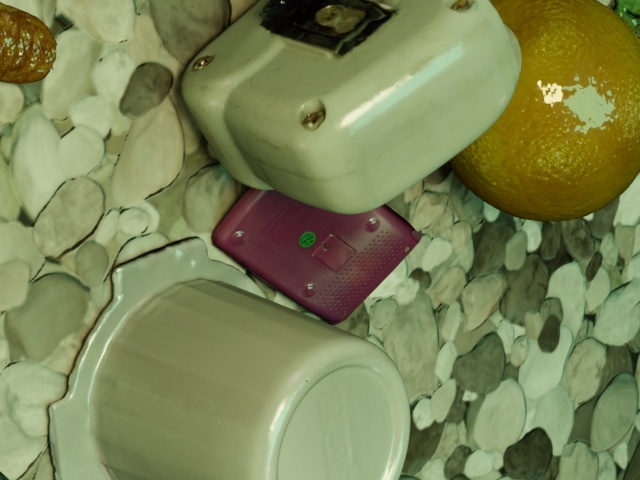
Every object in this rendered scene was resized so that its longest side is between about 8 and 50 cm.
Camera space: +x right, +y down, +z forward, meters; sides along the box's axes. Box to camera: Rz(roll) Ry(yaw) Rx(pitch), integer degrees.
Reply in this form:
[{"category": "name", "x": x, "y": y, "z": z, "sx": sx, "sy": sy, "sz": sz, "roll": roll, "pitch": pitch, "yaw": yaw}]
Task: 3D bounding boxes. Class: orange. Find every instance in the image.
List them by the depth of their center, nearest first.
[{"category": "orange", "x": 0.210, "y": -0.129, "z": 1.443, "sx": 0.236, "sy": 0.236, "sz": 0.236, "roll": -14, "pitch": 111, "yaw": -42}]

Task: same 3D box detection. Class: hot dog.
[{"category": "hot dog", "x": -0.235, "y": -0.146, "z": 1.120, "sx": 0.083, "sy": 0.035, "sz": 0.058, "roll": 12, "pitch": 92, "yaw": -46}]

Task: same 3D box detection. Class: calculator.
[{"category": "calculator", "x": 0.000, "y": 0.000, "z": 1.368, "sx": 0.126, "sy": 0.034, "sz": 0.190, "roll": -46, "pitch": 134, "yaw": 9}]

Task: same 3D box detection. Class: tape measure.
[{"category": "tape measure", "x": 0.031, "y": -0.152, "z": 1.245, "sx": 0.258, "sy": 0.265, "sz": 0.130, "roll": -42, "pitch": 126, "yaw": -20}]

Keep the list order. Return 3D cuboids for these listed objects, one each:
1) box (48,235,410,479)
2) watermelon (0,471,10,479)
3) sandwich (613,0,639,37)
[{"category": "box", "x": -0.068, "y": 0.165, "z": 1.251, "sx": 0.262, "sy": 0.206, "sz": 0.291, "roll": 46, "pitch": 66, "yaw": -42}, {"category": "watermelon", "x": -0.259, "y": 0.281, "z": 1.118, "sx": 0.176, "sy": 0.260, "sz": 0.256, "roll": -28, "pitch": 104, "yaw": -21}, {"category": "sandwich", "x": 0.448, "y": -0.343, "z": 1.699, "sx": 0.292, "sy": 0.109, "sz": 0.212, "roll": -17, "pitch": 113, "yaw": -41}]
